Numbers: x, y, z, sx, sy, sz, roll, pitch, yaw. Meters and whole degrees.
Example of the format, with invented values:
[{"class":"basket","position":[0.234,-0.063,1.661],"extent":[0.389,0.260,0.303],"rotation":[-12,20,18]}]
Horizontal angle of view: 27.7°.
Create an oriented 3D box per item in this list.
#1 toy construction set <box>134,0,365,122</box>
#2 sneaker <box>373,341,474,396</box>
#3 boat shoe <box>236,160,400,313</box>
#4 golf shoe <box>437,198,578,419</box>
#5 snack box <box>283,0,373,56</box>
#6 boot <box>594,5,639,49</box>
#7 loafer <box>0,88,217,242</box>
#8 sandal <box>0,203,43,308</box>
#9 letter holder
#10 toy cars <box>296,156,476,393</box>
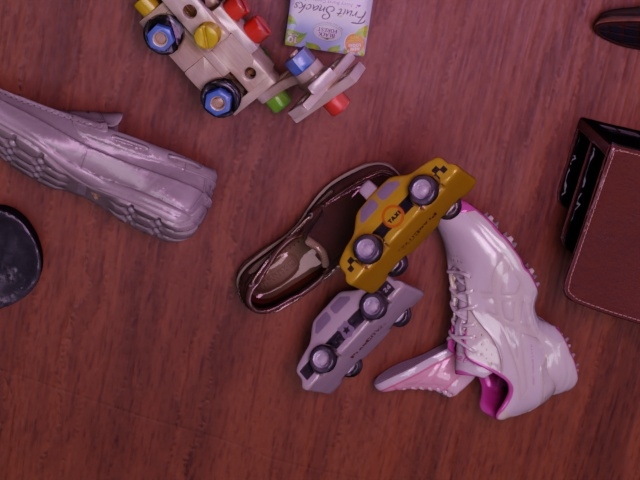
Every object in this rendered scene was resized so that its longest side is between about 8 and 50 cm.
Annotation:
[{"class":"toy construction set","position":[-0.093,-0.264,1.510],"extent":[0.215,0.151,0.327],"rotation":[-36,91,21]},{"class":"sneaker","position":[0.142,0.185,1.710],"extent":[0.134,0.051,0.070],"rotation":[-25,101,-1]},{"class":"boat shoe","position":[0.005,0.006,1.627],"extent":[0.257,0.095,0.095],"rotation":[-43,104,8]},{"class":"golf shoe","position":[0.211,0.093,1.642],"extent":[0.140,0.115,0.306],"rotation":[-34,105,-14]},{"class":"snack box","position":[0.015,-0.301,1.571],"extent":[0.100,0.037,0.141],"rotation":[8,106,-4]},{"class":"boot","position":[0.450,-0.295,1.597],"extent":[0.219,0.082,0.106],"rotation":[2,70,13]},{"class":"loafer","position":[-0.279,-0.110,1.582],"extent":[0.319,0.112,0.111],"rotation":[28,67,-10]},{"class":"sandal","position":[-0.563,0.080,1.605],"extent":[0.446,0.107,0.167],"rotation":[-25,106,4]},{"class":"letter holder","position":[0.454,-0.006,1.628],"extent":[0.302,0.152,0.214],"rotation":[12,107,-7]},{"class":"toy cars","position":[0.061,0.036,1.592],"extent":[0.176,0.087,0.393],"rotation":[-25,150,-36]}]
